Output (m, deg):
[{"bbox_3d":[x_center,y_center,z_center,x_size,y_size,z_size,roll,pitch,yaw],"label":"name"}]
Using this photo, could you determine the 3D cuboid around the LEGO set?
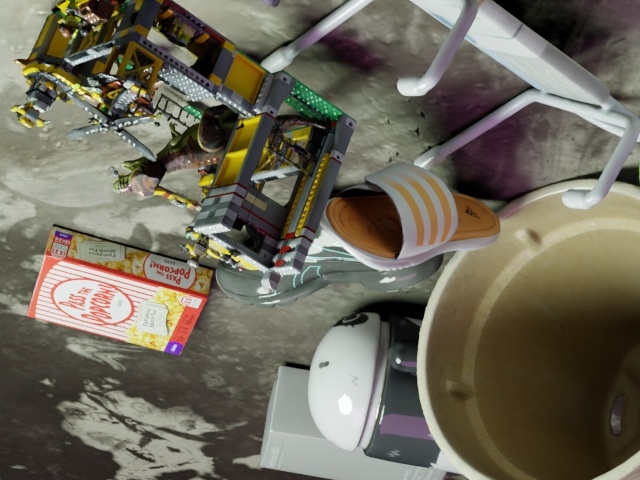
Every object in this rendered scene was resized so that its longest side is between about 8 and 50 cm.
[{"bbox_3d":[-0.141,-0.074,1.405,0.255,0.192,0.331,-2,151,46],"label":"LEGO set"}]

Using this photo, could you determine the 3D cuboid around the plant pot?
[{"bbox_3d":[0.324,0.146,1.594,0.334,0.333,0.305,-18,148,33],"label":"plant pot"}]

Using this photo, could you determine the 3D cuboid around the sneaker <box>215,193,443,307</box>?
[{"bbox_3d":[0.000,0.000,1.638,0.267,0.101,0.106,-10,119,25],"label":"sneaker"}]

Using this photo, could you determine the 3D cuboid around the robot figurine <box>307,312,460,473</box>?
[{"bbox_3d":[0.124,0.177,1.779,0.278,0.173,0.209,11,117,-4],"label":"robot figurine"}]

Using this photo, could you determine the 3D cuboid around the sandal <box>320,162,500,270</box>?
[{"bbox_3d":[0.099,-0.038,1.477,0.265,0.102,0.076,-10,137,-51],"label":"sandal"}]

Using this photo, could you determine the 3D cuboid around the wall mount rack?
[{"bbox_3d":[0.115,-0.141,1.372,0.350,0.130,0.304,31,178,-28],"label":"wall mount rack"}]

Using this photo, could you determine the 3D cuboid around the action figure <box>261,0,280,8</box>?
[{"bbox_3d":[0.029,-0.308,1.166,0.185,0.099,0.285,39,132,-19],"label":"action figure"}]

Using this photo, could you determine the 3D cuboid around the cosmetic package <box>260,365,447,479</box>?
[{"bbox_3d":[0.047,0.246,1.950,0.238,0.107,0.127,7,148,-3],"label":"cosmetic package"}]

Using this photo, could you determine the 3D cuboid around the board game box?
[{"bbox_3d":[-0.240,0.062,1.795,0.194,0.045,0.146,15,145,-10],"label":"board game box"}]
